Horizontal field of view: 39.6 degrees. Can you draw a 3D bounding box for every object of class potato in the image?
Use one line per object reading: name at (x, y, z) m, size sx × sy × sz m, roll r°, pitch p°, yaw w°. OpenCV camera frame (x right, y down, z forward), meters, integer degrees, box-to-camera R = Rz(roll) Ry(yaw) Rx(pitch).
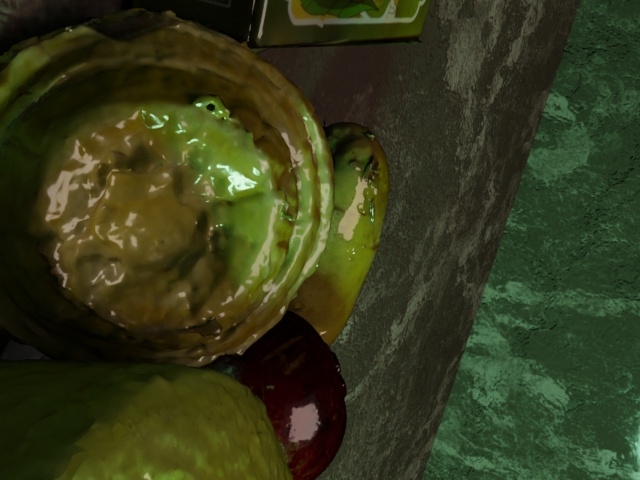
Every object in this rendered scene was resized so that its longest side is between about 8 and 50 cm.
potato at (0.000, 0.000, 1.076) m, size 0.173 × 0.140 × 0.300 m, roll -44°, pitch 153°, yaw -61°

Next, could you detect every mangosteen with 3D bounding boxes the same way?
mangosteen at (-0.098, 0.184, 0.967) m, size 0.257 × 0.215 × 0.215 m, roll -20°, pitch 137°, yaw -15°

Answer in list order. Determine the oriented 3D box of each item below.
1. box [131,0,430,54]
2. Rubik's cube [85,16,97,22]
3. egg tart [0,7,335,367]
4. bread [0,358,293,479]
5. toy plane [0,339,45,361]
box at (0.015, -0.384, 0.798) m, size 0.373 × 0.138 × 0.420 m, roll -24°, pitch 131°, yaw -59°
Rubik's cube at (-0.161, -0.086, 0.775) m, size 0.190 × 0.211 × 0.178 m, roll 28°, pitch 105°, yaw -36°
egg tart at (-0.122, -0.028, 0.640) m, size 0.290 × 0.290 × 0.115 m, roll -70°, pitch -160°, yaw 2°
bread at (-0.191, 0.244, 0.599) m, size 0.348 × 0.307 × 0.348 m, roll -6°, pitch 97°, yaw -60°
toy plane at (-0.154, 0.058, 0.809) m, size 0.267 × 0.088 × 0.212 m, roll 3°, pitch 108°, yaw -47°
